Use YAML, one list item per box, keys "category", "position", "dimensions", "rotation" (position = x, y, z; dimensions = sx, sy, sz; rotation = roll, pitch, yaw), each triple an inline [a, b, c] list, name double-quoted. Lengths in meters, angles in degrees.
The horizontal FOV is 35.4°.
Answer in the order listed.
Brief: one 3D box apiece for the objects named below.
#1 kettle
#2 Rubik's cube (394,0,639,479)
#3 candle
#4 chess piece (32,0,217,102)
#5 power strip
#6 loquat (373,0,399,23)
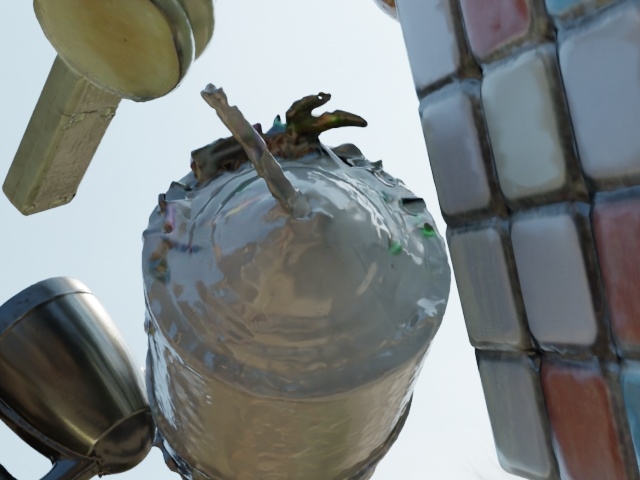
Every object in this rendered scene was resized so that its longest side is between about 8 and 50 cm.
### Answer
- category: "kettle"
  position: [-0.347, 0.215, 1.394]
  dimensions: [0.250, 0.271, 0.207]
  rotation: [-13, -39, -56]
- category: "Rubik's cube"
  position: [0.207, -0.039, 0.400]
  dimensions: [0.256, 0.259, 0.253]
  rotation: [-12, -1, -18]
- category: "candle"
  position: [-0.020, 0.035, 0.604]
  dimensions: [0.187, 0.187, 0.330]
  rotation: [-28, -26, -22]
- category: "chess piece"
  position: [-0.140, -0.314, 1.083]
  dimensions: [0.330, 0.182, 0.182]
  rotation: [-56, -15, -36]
- category: "power strip"
  position: [-0.294, -0.149, 1.196]
  dimensions: [0.093, 0.053, 0.288]
  rotation: [-21, -27, -51]
- category: "loquat"
  position: [0.137, -0.335, 1.173]
  dimensions: [0.187, 0.176, 0.234]
  rotation: [-4, 1, -7]
